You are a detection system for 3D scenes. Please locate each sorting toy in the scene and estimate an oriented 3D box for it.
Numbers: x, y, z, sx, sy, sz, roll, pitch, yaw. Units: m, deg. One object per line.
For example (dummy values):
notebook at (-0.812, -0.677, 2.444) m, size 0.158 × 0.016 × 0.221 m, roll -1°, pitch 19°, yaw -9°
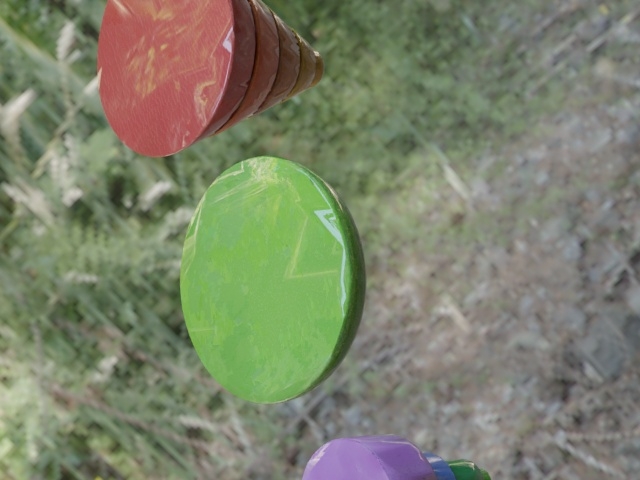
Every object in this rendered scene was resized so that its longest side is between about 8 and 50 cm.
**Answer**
sorting toy at (0.000, 0.000, 0.826) m, size 0.127 × 0.126 × 0.366 m, roll -41°, pitch 62°, yaw 36°
